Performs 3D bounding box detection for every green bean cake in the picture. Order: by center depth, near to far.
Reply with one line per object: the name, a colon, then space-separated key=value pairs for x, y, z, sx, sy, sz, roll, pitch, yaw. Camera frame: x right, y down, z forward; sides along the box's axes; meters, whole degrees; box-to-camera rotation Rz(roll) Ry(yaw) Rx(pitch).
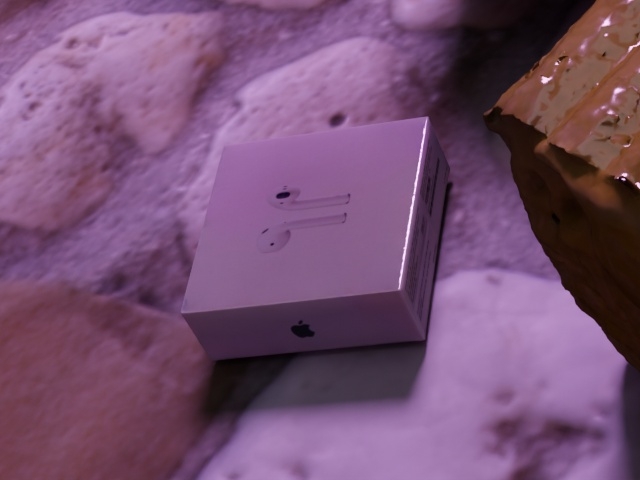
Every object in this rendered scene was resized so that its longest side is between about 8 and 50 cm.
green bean cake: x=0.199 y=0.008 z=0.802 sx=0.131 sy=0.230 sz=0.224 roll=-44 pitch=43 yaw=-9

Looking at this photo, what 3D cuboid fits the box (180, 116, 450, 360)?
box: x=0.000 y=0.000 z=1.032 sx=0.129 sy=0.051 sz=0.130 roll=-6 pitch=46 yaw=20
